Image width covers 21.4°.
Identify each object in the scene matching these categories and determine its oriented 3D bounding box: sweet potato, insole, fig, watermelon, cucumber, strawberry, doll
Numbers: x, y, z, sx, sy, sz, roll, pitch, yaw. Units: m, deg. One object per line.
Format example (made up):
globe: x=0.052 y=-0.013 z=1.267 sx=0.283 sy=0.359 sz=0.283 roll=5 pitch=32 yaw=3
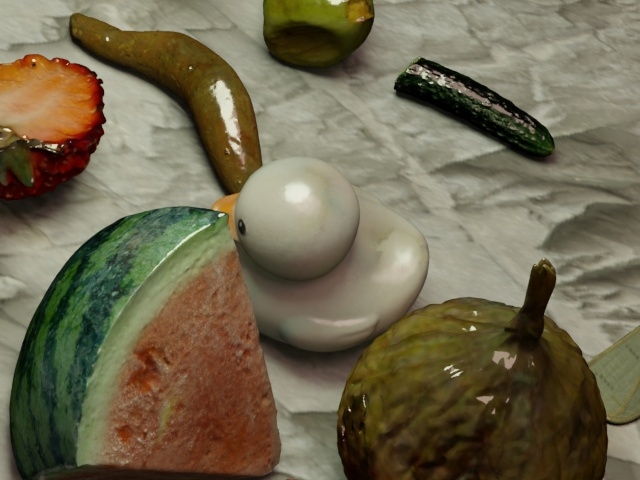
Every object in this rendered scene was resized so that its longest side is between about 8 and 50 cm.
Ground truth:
sweet potato: x=-0.155 y=-0.179 z=1.989 sx=0.108 sy=0.079 sz=0.346 roll=-40 pitch=71 yaw=-20
insole: x=0.426 y=0.105 z=2.008 sx=0.348 sy=0.009 sz=0.119 roll=-35 pitch=73 yaw=-31
fig: x=0.001 y=-0.281 z=2.054 sx=0.154 sy=0.165 sz=0.144 roll=-45 pitch=113 yaw=-6
watermelon: x=-0.161 y=0.124 z=1.688 sx=0.292 sy=0.250 sz=0.283 roll=16 pitch=60 yaw=-2
fig: x=0.164 y=0.143 z=1.700 sx=0.286 sy=0.369 sz=0.286 roll=3 pitch=51 yaw=-4
cucumber: x=0.196 y=-0.163 z=2.093 sx=0.214 sy=0.052 sz=0.058 roll=27 pitch=75 yaw=2
strawberry: x=-0.327 y=-0.117 z=1.894 sx=0.190 sy=0.111 sz=0.236 roll=20 pitch=30 yaw=10
doll: x=0.000 y=0.000 z=1.834 sx=0.251 sy=0.221 sz=0.221 roll=13 pitch=55 yaw=-9

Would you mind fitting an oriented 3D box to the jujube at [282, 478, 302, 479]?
jujube: x=-0.046 y=0.355 z=1.601 sx=0.197 sy=0.197 sz=0.290 roll=19 pitch=39 yaw=-3
